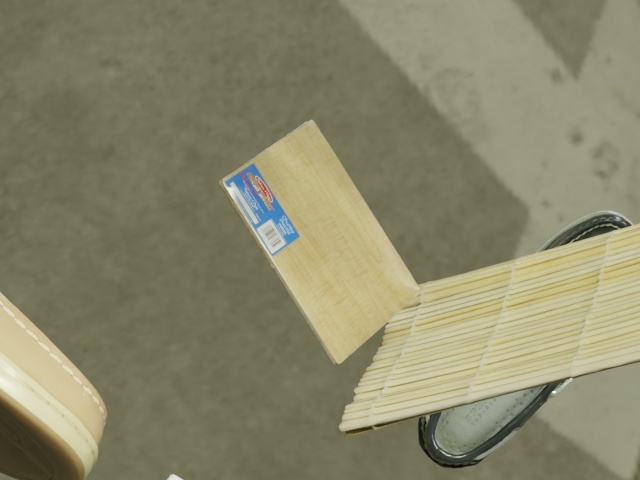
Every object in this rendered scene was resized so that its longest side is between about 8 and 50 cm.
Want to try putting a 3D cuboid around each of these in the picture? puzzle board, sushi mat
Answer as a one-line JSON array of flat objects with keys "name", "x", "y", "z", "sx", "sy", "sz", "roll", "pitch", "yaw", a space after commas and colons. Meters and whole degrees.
[{"name": "puzzle board", "x": 0.000, "y": 0.000, "z": 0.987, "sx": 0.096, "sy": 0.011, "sz": 0.128, "roll": -38, "pitch": 97, "yaw": -46}, {"name": "sushi mat", "x": 0.163, "y": 0.035, "z": 0.984, "sx": 0.019, "sy": 0.316, "sz": 0.151, "roll": 59, "pitch": 31, "yaw": -24}]

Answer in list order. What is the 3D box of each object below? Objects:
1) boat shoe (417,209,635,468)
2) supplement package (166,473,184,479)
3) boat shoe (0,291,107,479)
[{"name": "boat shoe", "x": 0.208, "y": 0.098, "z": 1.578, "sx": 0.114, "sy": 0.091, "sz": 0.302, "roll": 35, "pitch": 89, "yaw": 6}, {"name": "supplement package", "x": -0.059, "y": 0.254, "z": 0.885, "sx": 0.134, "sy": 0.244, "sz": 0.139, "roll": 29, "pitch": 64, "yaw": 13}, {"name": "boat shoe", "x": -0.233, "y": -0.006, "z": 0.886, "sx": 0.341, "sy": 0.122, "sz": 0.110, "roll": 41, "pitch": 57, "yaw": 6}]
